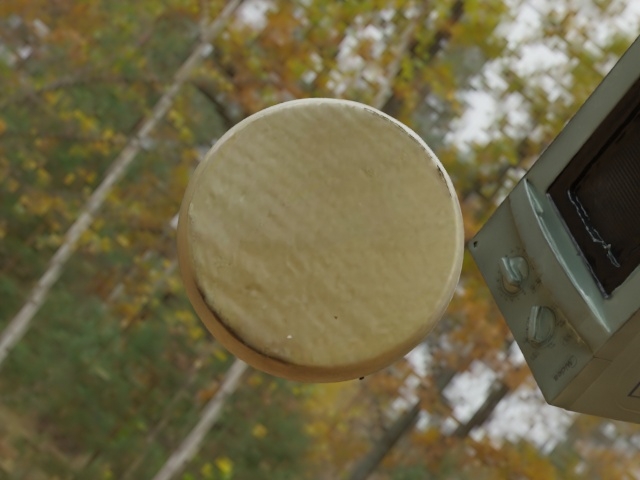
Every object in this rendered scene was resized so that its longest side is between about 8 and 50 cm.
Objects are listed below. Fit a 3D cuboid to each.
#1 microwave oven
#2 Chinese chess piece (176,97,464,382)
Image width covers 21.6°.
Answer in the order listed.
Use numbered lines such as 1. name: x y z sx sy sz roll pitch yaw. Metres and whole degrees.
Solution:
1. microwave oven: 0.200 -0.017 0.828 0.162 0.208 0.122 14 37 -35
2. Chinese chess piece: 0.000 0.000 1.465 0.251 0.251 0.097 39 -9 4
